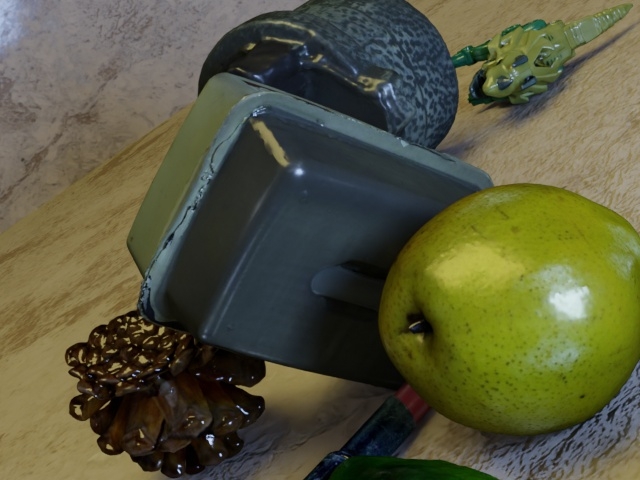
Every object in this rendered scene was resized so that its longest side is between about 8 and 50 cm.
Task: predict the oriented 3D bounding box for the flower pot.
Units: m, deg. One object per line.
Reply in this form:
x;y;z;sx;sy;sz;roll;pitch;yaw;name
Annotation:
0.007;-0.154;1.522;0.299;0.299;0.283;-13;18;45;flower pot

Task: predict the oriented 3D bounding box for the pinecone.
-0.136;0.133;1.178;0.179;0.195;0.150;-15;63;9;pinecone

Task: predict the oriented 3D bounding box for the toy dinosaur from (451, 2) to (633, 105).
0.276;-0.239;1.626;0.259;0.094;0.153;-31;16;-22;toy dinosaur

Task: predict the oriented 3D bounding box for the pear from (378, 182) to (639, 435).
0.143;0.053;0.932;0.198;0.198;0.198;-29;18;10;pear

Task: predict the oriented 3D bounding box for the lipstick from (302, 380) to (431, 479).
0.020;0.183;1.007;0.053;0.053;0.234;-12;22;47;lipstick

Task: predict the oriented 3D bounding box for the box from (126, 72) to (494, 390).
0.000;0.000;1.080;0.220;0.290;0.166;-60;39;17;box

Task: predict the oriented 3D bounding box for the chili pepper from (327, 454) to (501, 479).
0.068;0.216;0.639;0.213;0.167;0.385;-34;17;-11;chili pepper
